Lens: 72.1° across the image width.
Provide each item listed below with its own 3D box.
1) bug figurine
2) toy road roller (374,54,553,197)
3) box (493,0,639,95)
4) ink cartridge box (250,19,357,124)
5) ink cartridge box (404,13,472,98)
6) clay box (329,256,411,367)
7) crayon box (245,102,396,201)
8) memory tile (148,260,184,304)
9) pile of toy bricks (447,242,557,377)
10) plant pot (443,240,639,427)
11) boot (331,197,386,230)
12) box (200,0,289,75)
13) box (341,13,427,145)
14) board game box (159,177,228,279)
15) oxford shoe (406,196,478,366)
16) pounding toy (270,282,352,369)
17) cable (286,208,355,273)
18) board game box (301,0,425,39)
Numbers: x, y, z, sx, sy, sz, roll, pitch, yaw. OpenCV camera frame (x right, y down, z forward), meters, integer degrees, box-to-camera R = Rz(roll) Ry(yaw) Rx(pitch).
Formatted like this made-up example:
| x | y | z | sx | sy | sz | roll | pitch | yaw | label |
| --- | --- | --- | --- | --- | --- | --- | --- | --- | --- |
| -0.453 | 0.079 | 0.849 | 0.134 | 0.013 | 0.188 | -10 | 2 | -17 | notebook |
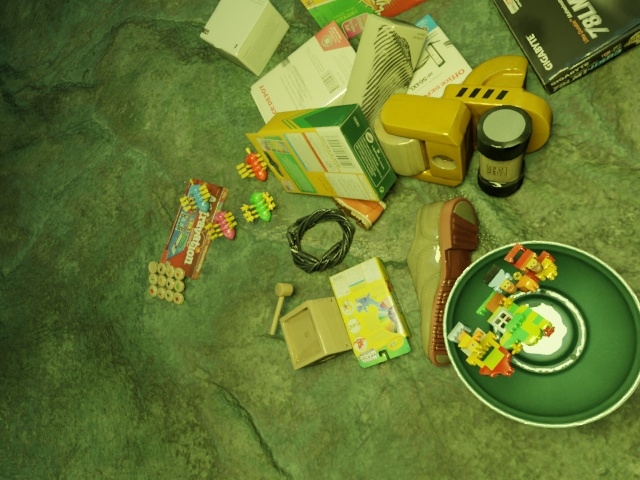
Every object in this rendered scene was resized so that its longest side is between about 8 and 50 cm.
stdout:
| x | y | z | sx | sy | sz | roll | pitch | yaw | label |
| --- | --- | --- | --- | --- | --- | --- | --- | --- | --- |
| -0.241 | -0.122 | 1.227 | 0.279 | 0.072 | 0.216 | -26 | 76 | 9 | bug figurine |
| 0.303 | -0.253 | 0.924 | 0.330 | 0.202 | 0.240 | 14 | 73 | 25 | toy road roller |
| 0.540 | -0.504 | 0.898 | 0.293 | 0.073 | 0.295 | -28 | 67 | 29 | box |
| -0.016 | -0.391 | 1.152 | 0.283 | 0.117 | 0.207 | -33 | 67 | 17 | ink cartridge box |
| 0.253 | -0.398 | 1.035 | 0.148 | 0.086 | 0.203 | -34 | 66 | 17 | ink cartridge box |
| 0.116 | 0.164 | 1.004 | 0.128 | 0.053 | 0.221 | -26 | 70 | 20 | clay box |
| -0.006 | -0.200 | 1.021 | 0.323 | 0.203 | 0.083 | 11 | 56 | 45 | crayon box |
| -0.461 | 0.125 | 1.311 | 0.148 | 0.012 | 0.113 | 10 | 99 | 30 | memory tile |
| 0.294 | 0.115 | 0.656 | 0.212 | 0.118 | 0.105 | -55 | 43 | 8 | pile of toy bricks |
| 0.388 | 0.160 | 0.786 | 0.293 | 0.196 | 0.292 | -6 | 78 | 26 | plant pot |
| 0.088 | -0.097 | 1.080 | 0.084 | 0.059 | 0.158 | -45 | 58 | -8 | boot |
| -0.225 | -0.621 | 1.306 | 0.181 | 0.119 | 0.181 | 37 | 97 | 28 | box |
| 0.130 | -0.351 | 0.998 | 0.094 | 0.113 | 0.275 | 47 | 135 | 38 | box |
| -0.379 | -0.039 | 1.313 | 0.145 | 0.027 | 0.281 | 17 | 87 | 27 | board game box |
| 0.250 | 0.086 | 0.940 | 0.130 | 0.123 | 0.347 | 0 | 80 | 54 | oxford shoe |
| -0.038 | 0.192 | 1.053 | 0.181 | 0.094 | 0.205 | -39 | 62 | 42 | pounding toy |
| 0.000 | 0.000 | 1.101 | 0.185 | 0.047 | 0.150 | -16 | 73 | 22 | cable |
| 0.120 | -0.630 | 1.064 | 0.317 | 0.242 | 0.064 | -17 | 74 | 24 | board game box |
